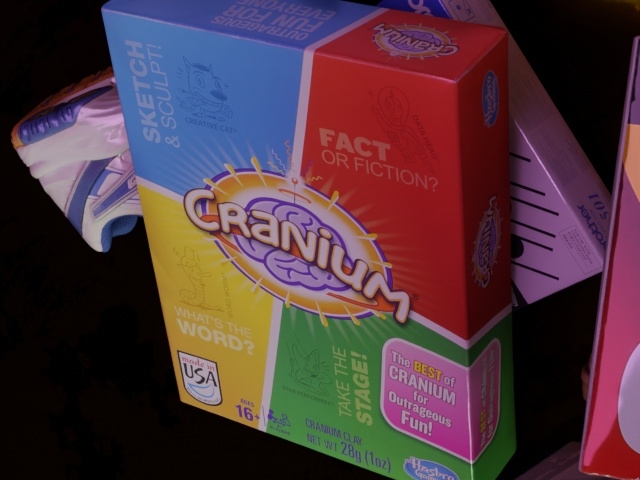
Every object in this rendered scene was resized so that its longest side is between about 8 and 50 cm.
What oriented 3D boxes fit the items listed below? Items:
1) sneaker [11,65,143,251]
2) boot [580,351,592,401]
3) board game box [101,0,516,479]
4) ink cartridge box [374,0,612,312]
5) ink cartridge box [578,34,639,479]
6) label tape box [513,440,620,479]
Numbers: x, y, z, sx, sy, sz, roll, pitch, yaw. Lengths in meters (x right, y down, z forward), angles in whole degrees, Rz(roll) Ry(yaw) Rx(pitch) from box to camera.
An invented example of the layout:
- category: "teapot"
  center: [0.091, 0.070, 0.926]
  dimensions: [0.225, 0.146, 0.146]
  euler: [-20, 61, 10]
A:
- category: "sneaker"
  center: [-0.079, -0.078, 1.020]
  dimensions: [0.296, 0.112, 0.131]
  euler: [-16, 112, 36]
- category: "boot"
  center: [0.245, -0.044, 0.790]
  dimensions: [0.236, 0.089, 0.270]
  euler: [-7, 97, 24]
- category: "board game box"
  center: [0.000, 0.000, 0.899]
  dimensions: [0.242, 0.064, 0.317]
  euler: [15, 131, 28]
- category: "ink cartridge box"
  center: [0.097, -0.062, 0.880]
  dimensions: [0.097, 0.046, 0.207]
  euler: [-31, 92, 46]
- category: "ink cartridge box"
  center: [0.291, -0.012, 0.659]
  dimensions: [0.309, 0.130, 0.272]
  euler: [7, 98, 12]
- category: "label tape box"
  center: [0.238, 0.183, 0.734]
  dimensions: [0.347, 0.249, 0.115]
  euler: [-10, 94, 37]
